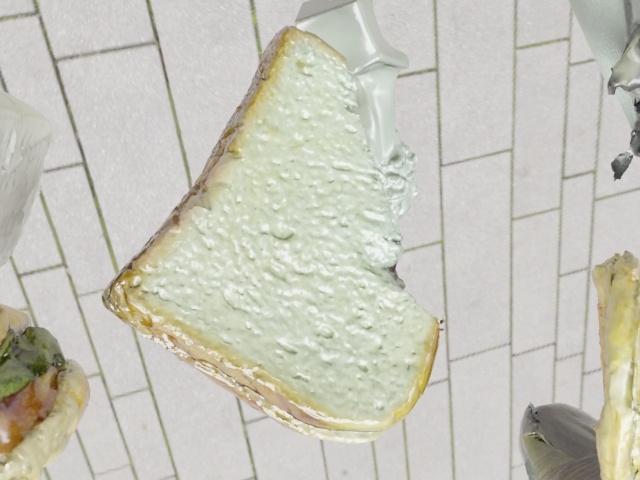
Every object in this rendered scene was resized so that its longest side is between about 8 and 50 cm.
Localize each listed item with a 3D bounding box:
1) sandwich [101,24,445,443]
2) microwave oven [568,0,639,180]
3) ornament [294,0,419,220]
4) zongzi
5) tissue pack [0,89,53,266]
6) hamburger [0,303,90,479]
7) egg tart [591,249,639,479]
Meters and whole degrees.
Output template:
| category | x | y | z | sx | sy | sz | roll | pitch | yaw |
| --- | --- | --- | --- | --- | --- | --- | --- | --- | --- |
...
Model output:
| category | x | y | z | sx | sy | sz | roll | pitch | yaw |
| --- | --- | --- | --- | --- | --- | --- | --- | --- | --- |
| sandwich | -0.002 | 0.001 | 0.565 | 0.254 | 0.100 | 0.288 | 30 | 70 | -10 |
| microwave oven | 0.309 | -0.214 | 0.376 | 0.375 | 0.236 | 0.432 | -30 | 105 | 8 |
| ornament | 0.047 | -0.144 | 0.782 | 0.130 | 0.120 | 0.285 | 2 | 114 | 14 |
| zongzi | 0.485 | 0.361 | 1.122 | 0.208 | 0.403 | 0.432 | -8 | 131 | -9 |
| tissue pack | -0.477 | -0.099 | 0.624 | 0.381 | 0.297 | 0.207 | 21 | 94 | -12 |
| hamburger | -0.327 | 0.152 | 0.612 | 0.209 | 0.330 | 0.162 | -25 | 111 | 7 |
| egg tart | 0.430 | 0.179 | 0.896 | 0.132 | 0.341 | 0.341 | -2 | 121 | 23 |
